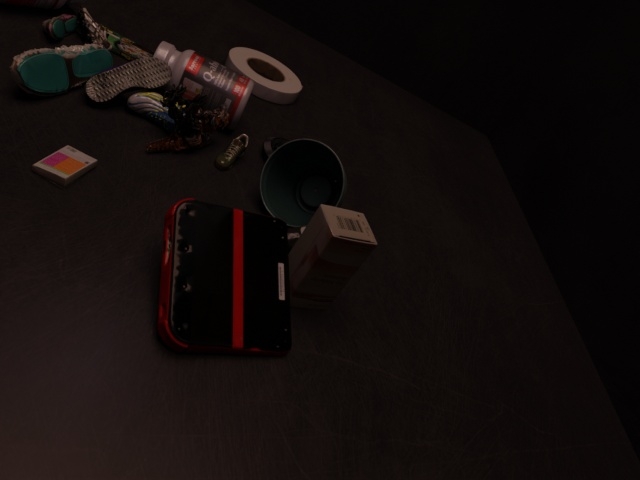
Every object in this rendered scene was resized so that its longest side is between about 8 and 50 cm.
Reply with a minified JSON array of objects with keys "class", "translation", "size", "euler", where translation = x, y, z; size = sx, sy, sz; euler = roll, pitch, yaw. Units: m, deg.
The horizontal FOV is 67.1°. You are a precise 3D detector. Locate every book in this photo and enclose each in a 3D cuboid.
[{"class":"book","translation":[-0.705,-0.210,1.337],"size":[0.096,0.035,0.144],"euler":[28,34,-3]}]

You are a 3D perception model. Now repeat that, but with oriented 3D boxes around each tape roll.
[{"class":"tape roll","translation":[-0.277,-0.811,2.374],"size":[0.392,0.072,0.392],"euler":[22,36,-17]}]

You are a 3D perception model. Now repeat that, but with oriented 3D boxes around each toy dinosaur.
[{"class":"toy dinosaur","translation":[-0.439,-0.390,1.639],"size":[0.164,0.218,0.322],"euler":[13,47,14]}]

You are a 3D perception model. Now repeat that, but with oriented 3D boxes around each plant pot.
[{"class":"plant pot","translation":[-0.036,-0.183,1.666],"size":[0.293,0.293,0.196],"euler":[44,9,14]}]

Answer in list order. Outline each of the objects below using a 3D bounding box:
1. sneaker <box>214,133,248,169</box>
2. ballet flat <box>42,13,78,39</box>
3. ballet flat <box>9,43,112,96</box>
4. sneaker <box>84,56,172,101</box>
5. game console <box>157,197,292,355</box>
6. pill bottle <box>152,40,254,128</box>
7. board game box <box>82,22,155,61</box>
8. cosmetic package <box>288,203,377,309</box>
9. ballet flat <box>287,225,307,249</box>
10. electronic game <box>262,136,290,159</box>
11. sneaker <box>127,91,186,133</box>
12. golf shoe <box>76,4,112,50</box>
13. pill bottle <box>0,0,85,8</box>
[{"class":"sneaker","translation":[-0.317,-0.329,1.745],"size":[0.064,0.086,0.192],"euler":[33,35,-2]},{"class":"ballet flat","translation":[-0.981,-0.800,1.799],"size":[0.079,0.077,0.221],"euler":[8,34,-5]},{"class":"ballet flat","translation":[-0.859,-0.561,1.579],"size":[0.147,0.147,0.409],"euler":[35,32,2]},{"class":"sneaker","translation":[-0.668,-0.563,1.662],"size":[0.293,0.102,0.146],"euler":[-24,29,-23]},{"class":"game console","translation":[-0.231,0.093,1.229],"size":[0.342,0.060,0.386],"euler":[13,63,-35]},{"class":"pill bottle","translation":[-0.456,-0.592,1.844],"size":[0.363,0.210,0.210],"euler":[23,36,-15]},{"class":"board game box","translation":[-0.806,-0.788,1.954],"size":[0.259,0.030,0.136],"euler":[26,38,-12]},{"class":"cosmetic package","translation":[0.010,0.055,1.366],"size":[0.153,0.296,0.129],"euler":[9,43,-30]},{"class":"ballet flat","translation":[0.000,0.000,1.557],"size":[0.280,0.096,0.095],"euler":[19,39,-37]},{"class":"electronic game","translation":[-0.130,-0.329,1.931],"size":[0.229,0.048,0.229],"euler":[27,38,-23]},{"class":"sneaker","translation":[-0.547,-0.442,1.694],"size":[0.240,0.091,0.126],"euler":[2,50,-35]},{"class":"golf shoe","translation":[-0.869,-0.806,1.854],"size":[0.094,0.077,0.198],"euler":[-18,84,-42]},{"class":"pill bottle","translation":[-1.095,-0.990,1.787],"size":[0.229,0.229,0.407],"euler":[45,36,16]}]
